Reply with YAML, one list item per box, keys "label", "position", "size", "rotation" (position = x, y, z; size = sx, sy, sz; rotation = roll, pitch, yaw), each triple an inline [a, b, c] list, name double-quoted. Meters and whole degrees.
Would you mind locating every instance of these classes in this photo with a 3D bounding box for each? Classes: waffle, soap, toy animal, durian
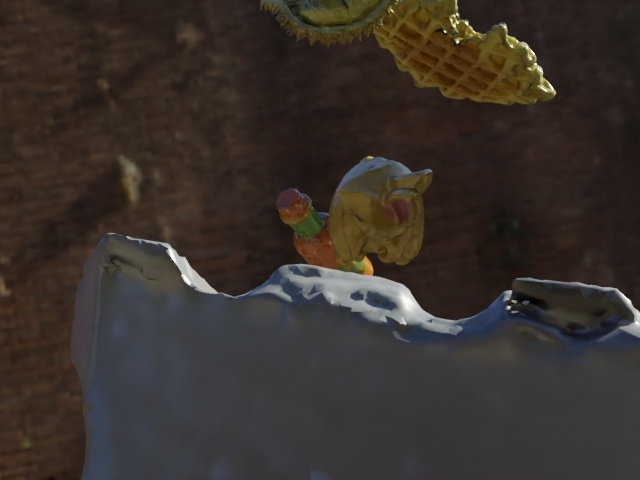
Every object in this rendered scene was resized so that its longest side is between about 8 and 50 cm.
- label: "waffle"
  position: [0.184, -0.253, 1.999]
  size: [0.261, 0.056, 0.250]
  rotation: [10, -23, 40]
- label: "soap"
  position: [0.062, 0.161, 0.806]
  size: [0.350, 0.213, 0.435]
  rotation: [5, -13, 9]
- label: "toy animal"
  position: [0.044, -0.030, 1.018]
  size: [0.070, 0.083, 0.159]
  rotation: [-1, -7, -5]
- label: "durian"
  position: [-0.004, -0.292, 1.772]
  size: [0.208, 0.146, 0.102]
  rotation: [3, -24, 4]

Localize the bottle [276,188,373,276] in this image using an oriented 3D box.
- label: "bottle"
  position: [0.000, 0.000, 1.893]
  size: [0.069, 0.069, 0.187]
  rotation: [-12, -39, 26]
